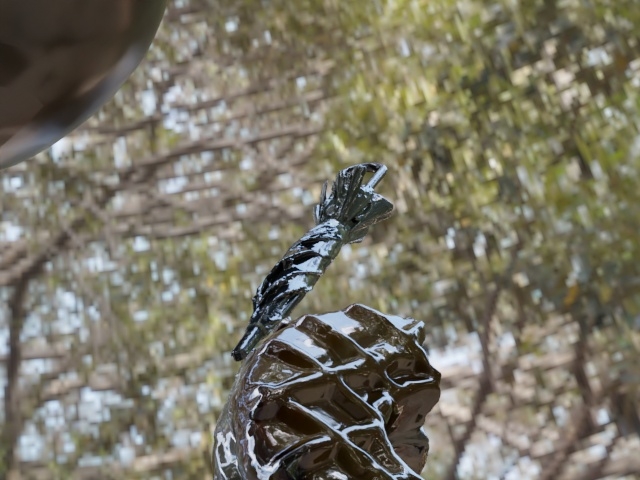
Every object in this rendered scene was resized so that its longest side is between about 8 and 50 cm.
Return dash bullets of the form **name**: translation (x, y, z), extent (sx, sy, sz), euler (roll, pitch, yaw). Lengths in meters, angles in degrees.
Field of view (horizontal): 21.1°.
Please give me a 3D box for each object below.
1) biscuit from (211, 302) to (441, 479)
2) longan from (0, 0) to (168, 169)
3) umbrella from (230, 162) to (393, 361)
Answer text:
- **biscuit**: translation (0.061, 0.195, 1.279), extent (0.268, 0.366, 0.115), euler (-13, -44, -47)
- **longan**: translation (-0.221, -0.177, 0.964), extent (0.297, 0.297, 0.297), euler (-7, -44, -7)
- **umbrella**: translation (0.005, 0.000, 0.848), extent (0.044, 0.269, 0.044), euler (-3, -71, 13)
